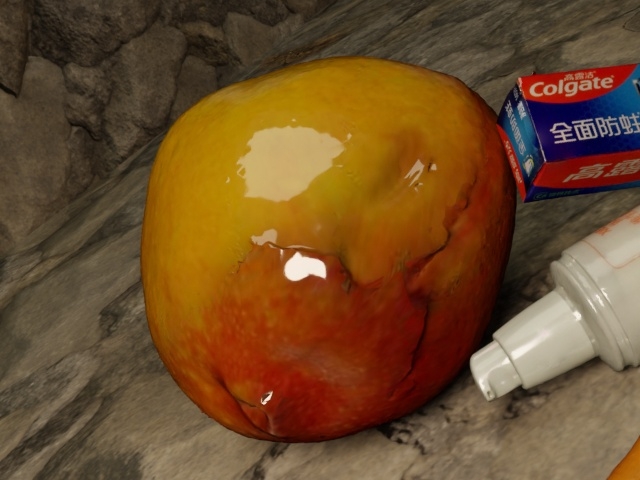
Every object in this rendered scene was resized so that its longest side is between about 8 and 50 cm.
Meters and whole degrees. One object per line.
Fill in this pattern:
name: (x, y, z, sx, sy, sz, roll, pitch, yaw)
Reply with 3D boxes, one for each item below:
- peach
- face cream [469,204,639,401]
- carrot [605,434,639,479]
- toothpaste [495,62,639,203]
peach: (0.001, 0.002, 1.000, 0.373, 0.290, 0.372, -19, 21, 8)
face cream: (0.219, 0.038, 0.870, 0.252, 0.101, 0.101, -30, 17, 0)
carrot: (0.157, 0.186, 0.646, 0.271, 0.066, 0.062, -46, -21, -34)
toothpaste: (0.298, -0.094, 0.913, 0.320, 0.076, 0.066, -8, -26, -11)
